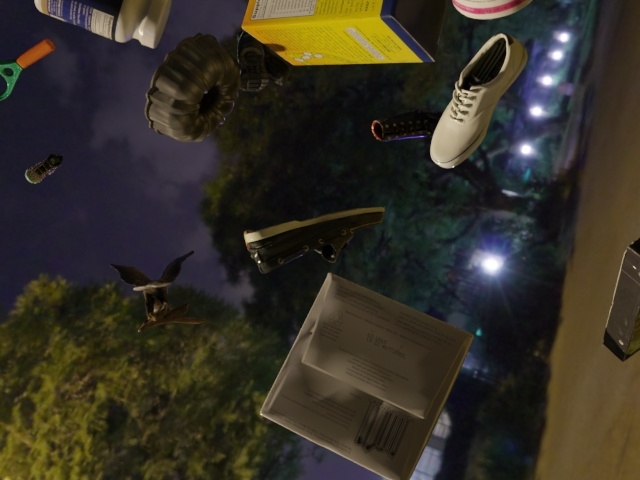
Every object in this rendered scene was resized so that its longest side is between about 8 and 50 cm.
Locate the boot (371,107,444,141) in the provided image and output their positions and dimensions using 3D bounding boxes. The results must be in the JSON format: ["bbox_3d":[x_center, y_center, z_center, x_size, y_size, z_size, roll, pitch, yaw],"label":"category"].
[{"bbox_3d":[0.276,-0.334,2.056,0.236,0.178,0.085,-139,36,-61],"label":"boot"}]

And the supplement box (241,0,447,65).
[{"bbox_3d":[0.052,-0.478,1.366,0.195,0.356,0.194,22,-100,-55],"label":"supplement box"}]

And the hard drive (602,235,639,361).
[{"bbox_3d":[0.643,0.065,1.260,0.236,0.064,0.339,-32,-38,-10],"label":"hard drive"}]

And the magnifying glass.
[{"bbox_3d":[-0.698,-0.389,1.554,0.092,0.230,0.026,50,-161,-43],"label":"magnifying glass"}]

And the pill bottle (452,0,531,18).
[{"bbox_3d":[0.263,-0.514,1.097,0.160,0.160,0.283,-66,-32,-24],"label":"pill bottle"}]

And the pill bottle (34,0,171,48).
[{"bbox_3d":[-0.475,-0.532,1.517,0.153,0.264,0.153,-161,90,-78],"label":"pill bottle"}]

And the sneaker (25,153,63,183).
[{"bbox_3d":[-0.595,-0.165,1.493,0.069,0.038,0.098,-33,17,25],"label":"sneaker"}]

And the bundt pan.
[{"bbox_3d":[-0.351,-0.424,1.998,0.331,0.124,0.331,-49,-17,-21],"label":"bundt pan"}]

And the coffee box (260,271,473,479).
[{"bbox_3d":[0.122,0.308,1.558,0.338,0.337,0.334,-65,-15,-6],"label":"coffee box"}]

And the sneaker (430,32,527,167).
[{"bbox_3d":[0.265,-0.253,1.221,0.091,0.094,0.258,14,-72,-53],"label":"sneaker"}]

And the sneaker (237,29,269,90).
[{"bbox_3d":[-0.210,-0.562,2.137,0.267,0.101,0.106,110,155,-69],"label":"sneaker"}]

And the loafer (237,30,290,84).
[{"bbox_3d":[-0.191,-0.592,2.233,0.076,0.223,0.078,-40,-10,-28],"label":"loafer"}]

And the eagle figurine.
[{"bbox_3d":[-0.486,0.132,2.026,0.225,0.298,0.226,-40,-45,22],"label":"eagle figurine"}]

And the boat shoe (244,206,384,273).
[{"bbox_3d":[0.001,0.000,1.550,0.339,0.127,0.113,-14,-88,-28],"label":"boat shoe"}]

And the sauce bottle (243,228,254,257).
[{"bbox_3d":[-0.246,0.013,2.453,0.128,0.042,0.042,-107,12,-45],"label":"sauce bottle"}]
